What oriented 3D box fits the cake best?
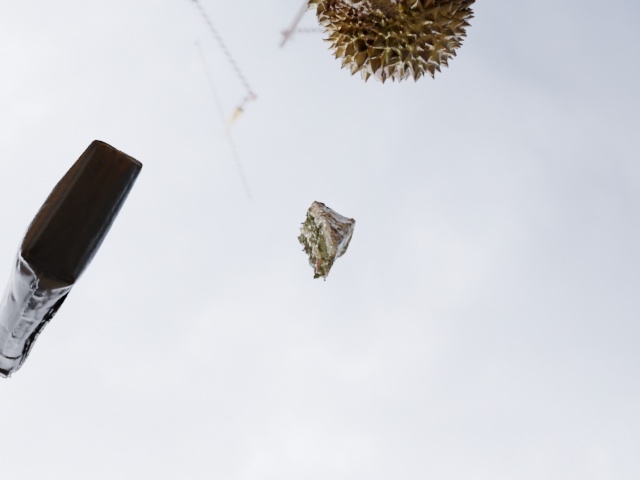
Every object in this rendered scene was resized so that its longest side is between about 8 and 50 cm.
[{"bbox_3d":[0.000,0.000,1.226,0.055,0.051,0.140,28,-168,1],"label":"cake"}]

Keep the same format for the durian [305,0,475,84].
[{"bbox_3d":[0.059,-0.203,1.013,0.137,0.158,0.168,19,-151,30],"label":"durian"}]

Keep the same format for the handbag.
[{"bbox_3d":[-0.313,0.018,1.477,0.080,0.223,0.247,32,-138,-10],"label":"handbag"}]
